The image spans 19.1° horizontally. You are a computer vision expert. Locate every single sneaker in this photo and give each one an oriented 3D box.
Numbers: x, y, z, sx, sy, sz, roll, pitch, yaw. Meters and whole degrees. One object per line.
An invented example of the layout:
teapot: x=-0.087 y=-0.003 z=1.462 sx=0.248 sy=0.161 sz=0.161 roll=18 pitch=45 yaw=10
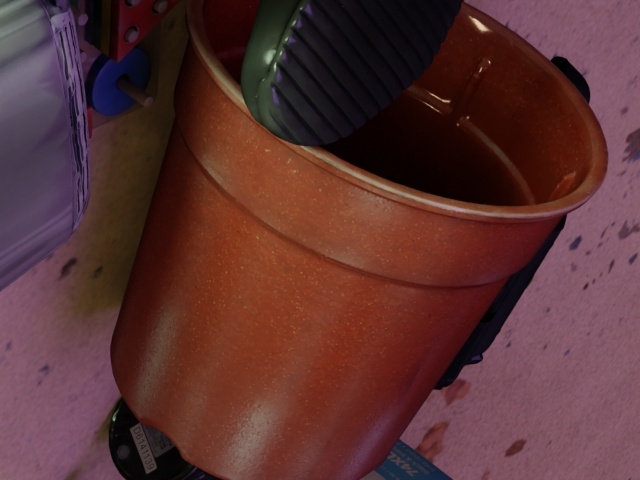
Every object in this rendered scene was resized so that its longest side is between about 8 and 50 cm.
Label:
sneaker: x=0.015 y=-0.201 z=1.072 sx=0.330 sy=0.146 sz=0.122 roll=-64 pitch=147 yaw=-20

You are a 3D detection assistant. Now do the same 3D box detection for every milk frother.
milk frother: x=-0.107 y=0.177 z=1.382 sx=0.143 sy=0.129 sz=0.135 roll=-17 pitch=157 yaw=23

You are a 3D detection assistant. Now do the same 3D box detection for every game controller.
game controller: x=0.127 y=-0.006 z=1.416 sx=0.319 sy=0.067 sz=0.166 roll=110 pitch=-7 yaw=-64

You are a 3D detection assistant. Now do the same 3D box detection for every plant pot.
plant pot: x=0.000 y=0.000 z=1.204 sx=0.272 sy=0.272 sz=0.265 roll=-14 pitch=139 yaw=-46

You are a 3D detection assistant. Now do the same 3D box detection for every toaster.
toaster: x=-0.208 y=-0.060 z=0.978 sx=0.146 sy=0.129 sz=0.227 roll=-34 pitch=140 yaw=-35

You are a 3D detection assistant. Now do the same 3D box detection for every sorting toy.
sorting toy: x=-0.134 y=-0.115 z=1.095 sx=0.132 sy=0.046 sz=0.274 roll=-28 pitch=139 yaw=-36

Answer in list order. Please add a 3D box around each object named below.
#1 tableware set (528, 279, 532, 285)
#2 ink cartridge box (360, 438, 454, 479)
tableware set: x=0.168 y=-0.008 z=1.617 sx=0.104 sy=0.024 sz=0.154 roll=-20 pitch=134 yaw=-43
ink cartridge box: x=0.001 y=0.309 z=1.533 sx=0.270 sy=0.197 sz=0.198 roll=-15 pitch=132 yaw=-46
